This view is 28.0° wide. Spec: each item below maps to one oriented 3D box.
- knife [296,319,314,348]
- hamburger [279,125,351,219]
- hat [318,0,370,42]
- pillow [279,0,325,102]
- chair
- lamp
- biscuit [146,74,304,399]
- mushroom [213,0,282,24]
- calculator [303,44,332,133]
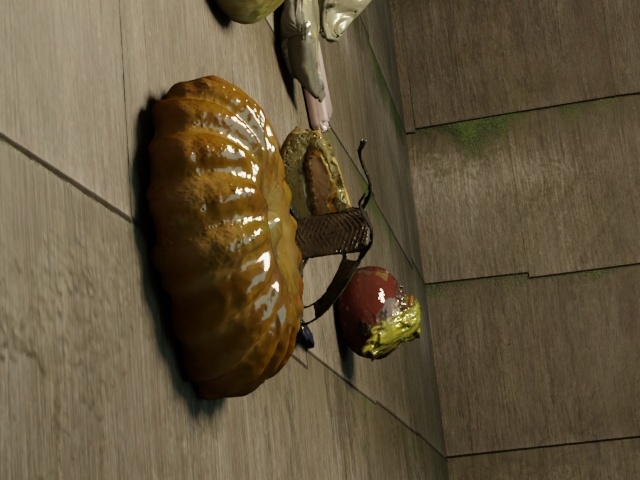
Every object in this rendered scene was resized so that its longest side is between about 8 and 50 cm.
[{"bbox_3d":[-0.021,0.131,1.765,0.121,0.018,0.031,56,20,-70],"label":"knife"},{"bbox_3d":[-0.014,-0.091,1.838,0.102,0.087,0.176,-107,175,-62],"label":"hamburger"},{"bbox_3d":[-0.010,-0.476,2.249,0.244,0.149,0.214,47,12,13],"label":"hat"},{"bbox_3d":[-0.032,-0.346,2.011,0.169,0.059,0.255,70,13,-52],"label":"pillow"},{"bbox_3d":[0.000,0.000,1.651,0.174,0.149,0.213,-88,171,-53],"label":"chair"},{"bbox_3d":[0.098,0.119,2.129,0.156,0.135,0.157,29,51,-79],"label":"lamp"},{"bbox_3d":[-0.084,-0.004,1.274,0.326,0.107,0.325,-5,90,-82],"label":"biscuit"},{"bbox_3d":[-0.046,-0.403,1.592,0.292,0.212,0.217,-97,165,-51],"label":"mushroom"},{"bbox_3d":[-0.009,-0.265,2.146,0.100,0.032,0.175,-69,148,-73],"label":"calculator"}]
